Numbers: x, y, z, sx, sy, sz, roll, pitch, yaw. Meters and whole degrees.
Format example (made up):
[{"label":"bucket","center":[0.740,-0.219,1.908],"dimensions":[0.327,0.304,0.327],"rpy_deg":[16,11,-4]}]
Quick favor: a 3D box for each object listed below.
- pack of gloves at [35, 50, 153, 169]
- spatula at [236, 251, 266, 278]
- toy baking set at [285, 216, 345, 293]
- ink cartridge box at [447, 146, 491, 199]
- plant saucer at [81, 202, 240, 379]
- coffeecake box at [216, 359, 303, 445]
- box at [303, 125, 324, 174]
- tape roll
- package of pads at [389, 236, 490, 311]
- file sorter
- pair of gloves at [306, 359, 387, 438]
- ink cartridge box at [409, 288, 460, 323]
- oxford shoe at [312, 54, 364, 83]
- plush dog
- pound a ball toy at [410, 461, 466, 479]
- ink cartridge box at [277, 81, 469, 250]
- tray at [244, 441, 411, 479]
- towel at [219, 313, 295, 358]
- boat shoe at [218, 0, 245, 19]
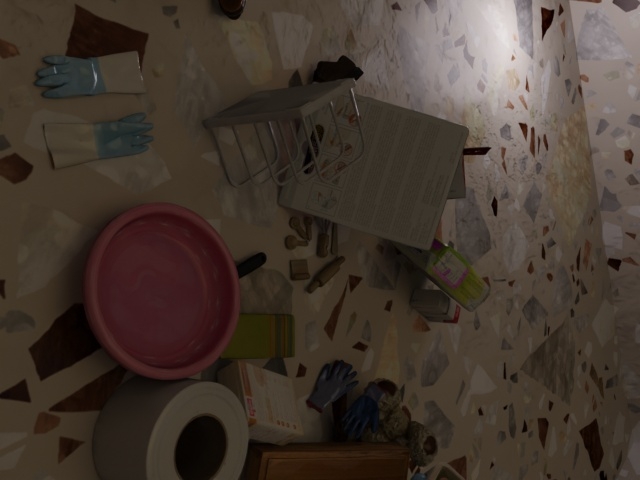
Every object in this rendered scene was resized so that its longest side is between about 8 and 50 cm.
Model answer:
[{"label":"pack of gloves","center":[-0.398,-0.247,1.298],"dimensions":[0.232,0.046,0.195],"rpy_deg":[-22,107,-48]},{"label":"spatula","center":[-0.214,0.087,1.519],"dimensions":[0.296,0.030,0.084],"rpy_deg":[-28,108,-44]},{"label":"toy baking set","center":[0.001,0.007,1.783],"dimensions":[0.256,0.030,0.197],"rpy_deg":[-37,117,-44]},{"label":"ink cartridge box","center":[0.316,-0.172,1.889],"dimensions":[0.309,0.271,0.130],"rpy_deg":[-21,107,-78]},{"label":"plant saucer","center":[-0.303,0.097,1.342],"dimensions":[0.332,0.084,0.333],"rpy_deg":[13,70,-42]},{"label":"coffeecake box","center":[-0.131,0.356,1.542],"dimensions":[0.185,0.068,0.142],"rpy_deg":[31,34,-45]},{"label":"box","center":[0.078,-0.248,1.802],"dimensions":[0.270,0.060,0.216],"rpy_deg":[-9,117,-50]},{"label":"tape roll","center":[-0.278,0.380,1.335],"dimensions":[0.246,0.169,0.246],"rpy_deg":[1,88,-49]},{"label":"package of pads","center":[0.340,0.066,2.029],"dimensions":[0.101,0.229,0.296],"rpy_deg":[-49,133,2]},{"label":"file sorter","center":[-0.067,-0.223,1.516],"dimensions":[0.193,0.277,0.173],"rpy_deg":[-40,121,-43]},{"label":"pair of gloves","center":[0.072,0.398,1.772],"dimensions":[0.159,0.198,0.023],"rpy_deg":[-48,165,-28]},{"label":"ink cartridge box","center":[0.348,0.198,2.141],"dimensions":[0.135,0.099,0.056],"rpy_deg":[39,60,-43]},{"label":"oxford shoe","center":[0.006,-0.393,1.776],"dimensions":[0.096,0.082,0.227],"rpy_deg":[48,54,-5]},{"label":"plush dog","center":[0.139,0.524,1.860],"dimensions":[0.225,0.210,0.262],"rpy_deg":[-37,89,-29]},{"label":"pound a ball toy","center":[0.250,0.665,1.830],"dimensions":[0.135,0.319,0.208],"rpy_deg":[41,44,4]},{"label":"ink cartridge box","center":[0.124,-0.177,1.692],"dimensions":[0.091,0.384,0.308],"rpy_deg":[-74,-179,-79]},{"label":"tray","center":[0.018,0.580,1.647],"dimensions":[0.410,0.076,0.203],"rpy_deg":[9,89,-32]},{"label":"towel","center":[-0.144,0.218,1.617],"dimensions":[0.237,0.021,0.102],"rpy_deg":[9,77,-49]},{"label":"boat shoe","center":[-0.192,-0.587,1.540],"dimensions":[0.073,0.073,0.207],"rpy_deg":[29,65,-87]}]
